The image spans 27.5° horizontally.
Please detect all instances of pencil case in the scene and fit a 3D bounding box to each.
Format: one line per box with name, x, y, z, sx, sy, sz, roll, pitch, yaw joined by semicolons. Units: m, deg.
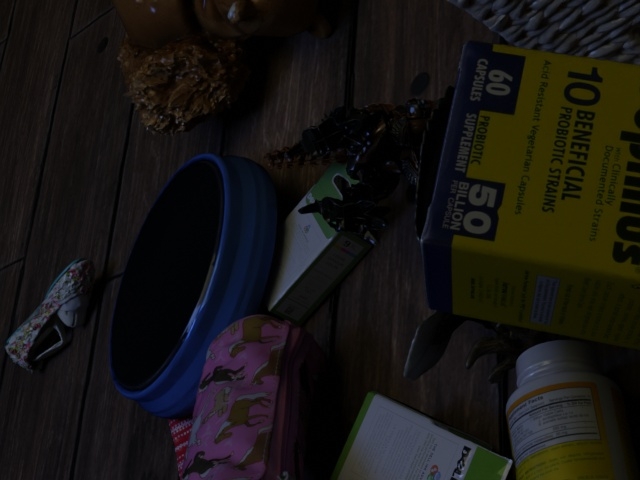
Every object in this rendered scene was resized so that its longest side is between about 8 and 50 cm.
pencil case;-0.078;0.240;1.508;0.167;0.160;0.386;-11;27;7

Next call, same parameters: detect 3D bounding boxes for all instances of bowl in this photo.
bowl;-0.192;0.057;1.859;0.391;0.077;0.391;-43;36;43

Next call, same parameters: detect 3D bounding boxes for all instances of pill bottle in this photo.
pill bottle;0.244;0.208;1.261;0.117;0.117;0.215;-33;45;35

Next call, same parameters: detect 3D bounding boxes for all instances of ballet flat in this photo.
ballet flat;-0.439;0.132;2.194;0.241;0.091;0.077;-48;69;26

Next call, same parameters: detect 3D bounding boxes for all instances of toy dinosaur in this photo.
toy dinosaur;0.074;-0.105;1.622;0.322;0.164;0.218;-29;6;39

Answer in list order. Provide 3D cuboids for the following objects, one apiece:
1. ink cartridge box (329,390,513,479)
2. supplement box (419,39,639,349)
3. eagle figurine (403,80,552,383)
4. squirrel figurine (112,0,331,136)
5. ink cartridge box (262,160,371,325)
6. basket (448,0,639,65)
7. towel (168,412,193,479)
ink cartridge box;0.115;0.289;1.373;0.255;0.097;0.188;18;83;57
supplement box;0.282;-0.023;1.145;0.357;0.195;0.194;10;72;10
eagle figurine;0.180;0.005;1.420;0.226;0.225;0.298;-49;48;35
squirrel figurine;-0.158;-0.345;2.037;0.370;0.281;0.397;25;102;44
ink cartridge box;0.000;0.000;1.737;0.209;0.062;0.109;-50;37;17
basket;0.326;-0.389;1.403;0.328;0.266;0.331;-29;45;42
towel;-0.123;0.295;1.731;0.199;0.031;0.275;-40;41;26
